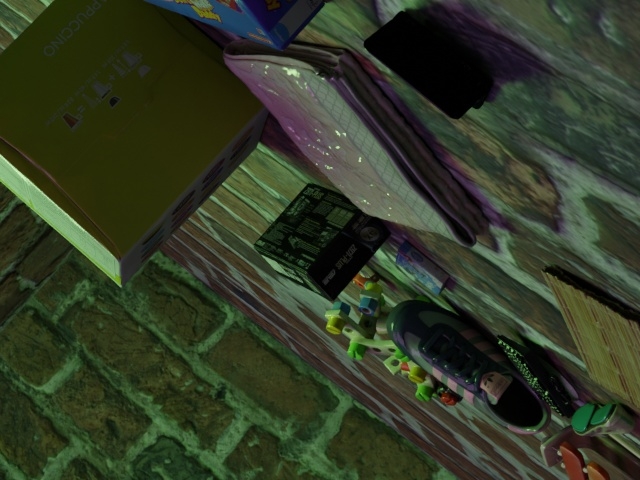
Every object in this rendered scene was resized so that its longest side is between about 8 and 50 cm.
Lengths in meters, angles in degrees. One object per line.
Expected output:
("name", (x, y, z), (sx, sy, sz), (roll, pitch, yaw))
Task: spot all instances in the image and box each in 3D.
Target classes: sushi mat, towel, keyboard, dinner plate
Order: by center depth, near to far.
("sushi mat", (0.384, 0.143, 1.767), (0.151, 0.019, 0.316), (34, 167, 37))
("towel", (0.041, -0.131, 1.787), (0.332, 0.053, 0.317), (48, 167, -27))
("keyboard", (0.343, 0.219, 2.111), (0.108, 0.023, 0.180), (28, 163, 49))
("dinner plate", (0.353, 0.215, 2.167), (0.141, 0.017, 0.141), (39, 167, 11))

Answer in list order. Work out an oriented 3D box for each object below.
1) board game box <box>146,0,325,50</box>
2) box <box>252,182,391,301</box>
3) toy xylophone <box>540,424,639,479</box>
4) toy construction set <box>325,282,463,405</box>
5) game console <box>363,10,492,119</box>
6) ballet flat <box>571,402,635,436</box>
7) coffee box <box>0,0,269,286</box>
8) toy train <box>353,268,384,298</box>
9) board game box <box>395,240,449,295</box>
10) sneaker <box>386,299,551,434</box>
("board game box", (-0.175, -0.358, 1.560), (0.347, 0.078, 0.233), (29, 163, 48))
("box", (0.000, 0.000, 2.179), (0.077, 0.147, 0.180), (48, 166, -32))
("toy xylophone", (0.500, 0.398, 2.202), (0.323, 0.081, 0.236), (33, 166, 35))
("toy construction set", (0.153, 0.194, 2.408), (0.215, 0.151, 0.327), (9, 164, 22))
("game console", (0.105, -0.167, 1.372), (0.122, 0.071, 0.107), (40, 169, 6))
("ballet flat", (0.430, 0.280, 2.056), (0.052, 0.057, 0.168), (32, 170, -3))
("coffee box", (-0.317, -0.174, 2.079), (0.338, 0.337, 0.334), (42, 168, 0))
("toy train", (0.067, 0.044, 2.402), (0.125, 0.046, 0.166), (35, 170, 16))
("board game box", (0.160, 0.045, 2.141), (0.090, 0.020, 0.090), (38, 169, 10))
("sneaker", (0.253, 0.206, 2.218), (0.319, 0.112, 0.131), (35, 177, -11))
